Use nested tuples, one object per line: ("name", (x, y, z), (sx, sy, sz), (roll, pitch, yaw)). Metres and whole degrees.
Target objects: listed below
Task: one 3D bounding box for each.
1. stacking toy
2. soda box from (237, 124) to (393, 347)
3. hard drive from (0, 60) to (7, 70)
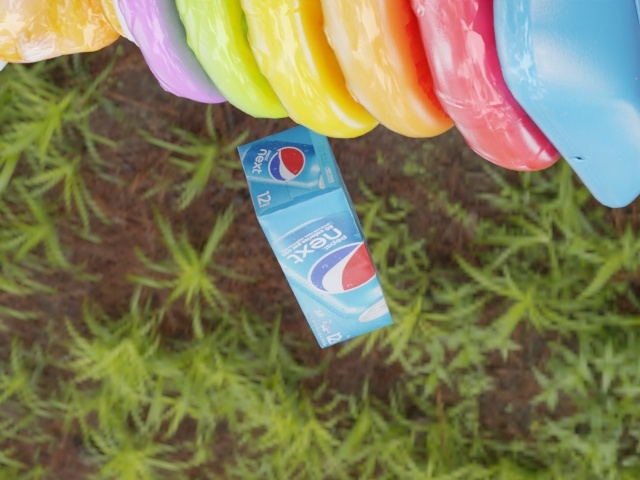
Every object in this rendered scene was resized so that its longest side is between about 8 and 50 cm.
("stacking toy", (-0.019, -0.105, 0.531), (0.301, 0.166, 0.175), (-1, 166, 25))
("soda box", (0.000, 0.000, 1.047), (0.067, 0.071, 0.210), (-20, 146, 3))
("hard drive", (-0.131, -0.228, 0.645), (0.054, 0.172, 0.255), (20, 114, -48))
